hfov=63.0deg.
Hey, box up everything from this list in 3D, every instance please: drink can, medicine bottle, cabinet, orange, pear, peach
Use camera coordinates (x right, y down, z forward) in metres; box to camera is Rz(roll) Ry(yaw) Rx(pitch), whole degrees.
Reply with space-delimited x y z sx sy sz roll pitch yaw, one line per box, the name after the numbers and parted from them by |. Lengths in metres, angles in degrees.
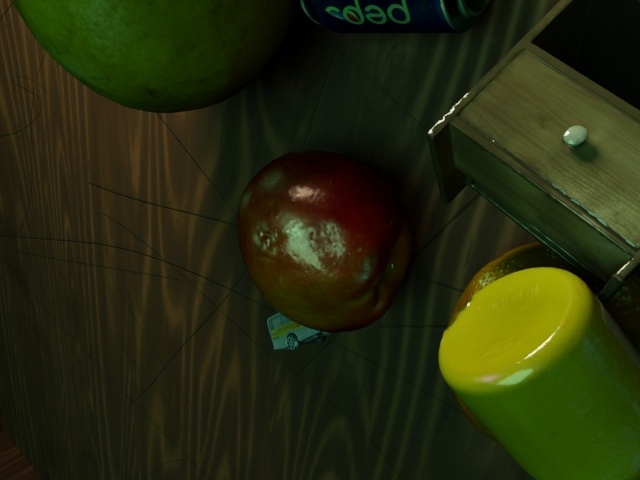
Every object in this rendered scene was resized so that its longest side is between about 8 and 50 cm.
0.078 -0.288 0.571 0.205 0.118 0.118 15 114 36 | drink can
0.198 0.133 0.398 0.212 0.122 0.122 49 134 -13 | medicine bottle
0.227 -0.081 0.415 0.215 0.148 0.175 -45 65 1 | cabinet
0.217 0.106 0.548 0.158 0.179 0.237 13 126 -9 | orange
-0.185 -0.330 0.633 0.352 0.352 0.413 63 167 5 | pear
0.000 0.000 0.681 0.243 0.199 0.243 18 119 35 | peach

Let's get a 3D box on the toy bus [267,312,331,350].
-0.007 0.123 0.828 0.190 0.064 0.075 -35 69 42 | toy bus
